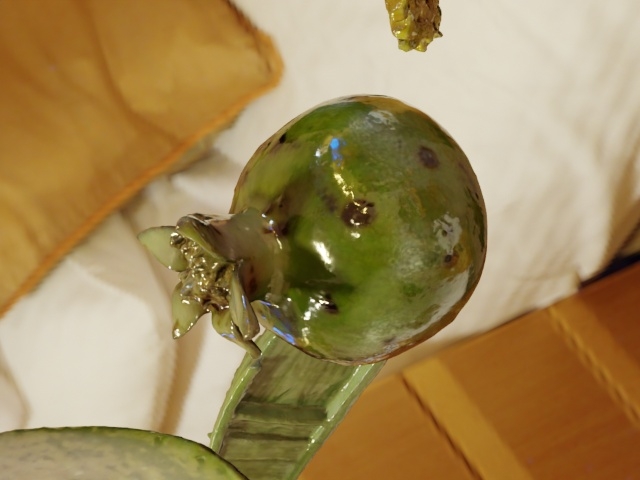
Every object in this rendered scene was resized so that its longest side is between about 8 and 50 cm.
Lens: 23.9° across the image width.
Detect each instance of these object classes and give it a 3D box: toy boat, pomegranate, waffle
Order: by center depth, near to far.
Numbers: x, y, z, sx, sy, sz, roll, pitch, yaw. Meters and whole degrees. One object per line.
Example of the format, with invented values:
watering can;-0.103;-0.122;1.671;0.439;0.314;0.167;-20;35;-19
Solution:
pomegranate;0.004;0.006;0.771;0.148;0.169;0.148;43;153;29
toy boat;-0.023;0.110;1.043;0.293;0.093;0.055;-60;34;39
waffle;0.094;-0.316;1.550;0.052;0.254;0.245;0;97;12

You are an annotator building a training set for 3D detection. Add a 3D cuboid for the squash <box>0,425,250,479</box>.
squash;-0.122;0.159;0.638;0.219;0.219;0.041;34;140;45
